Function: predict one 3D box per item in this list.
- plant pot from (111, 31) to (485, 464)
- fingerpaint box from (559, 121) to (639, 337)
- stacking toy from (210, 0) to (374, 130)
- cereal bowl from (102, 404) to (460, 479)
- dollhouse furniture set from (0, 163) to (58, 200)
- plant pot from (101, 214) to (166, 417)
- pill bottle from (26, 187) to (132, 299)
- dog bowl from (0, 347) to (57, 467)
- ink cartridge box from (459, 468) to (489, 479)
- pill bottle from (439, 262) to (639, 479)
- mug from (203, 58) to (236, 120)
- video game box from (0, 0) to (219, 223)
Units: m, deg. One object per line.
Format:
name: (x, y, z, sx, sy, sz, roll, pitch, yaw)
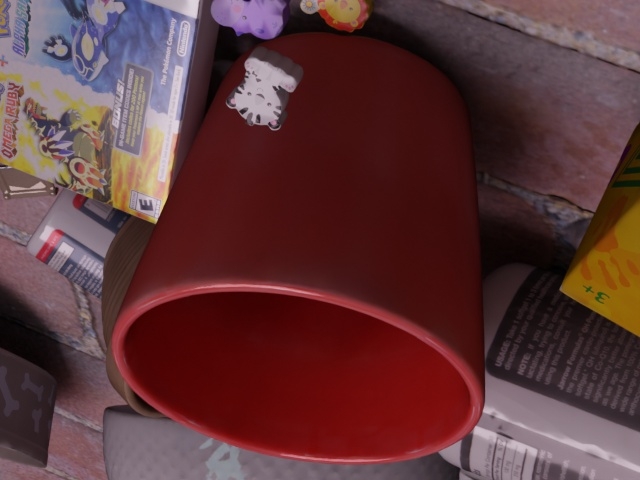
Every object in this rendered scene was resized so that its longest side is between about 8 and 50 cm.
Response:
plant pot: (0.000, 0.000, 1.362, 0.275, 0.243, 0.275, 7, 150, 4)
fingerpaint box: (0.424, 0.014, 1.126, 0.445, 0.163, 0.371, 31, 151, -1)
stacking toy: (-0.084, -0.176, 1.276, 0.221, 0.167, 0.052, 28, 128, 2)
cereal bowl: (-0.039, 0.234, 1.748, 0.339, 0.141, 0.339, 5, 179, 0)
dollhouse furniture set: (-0.322, -0.080, 1.798, 0.152, 0.058, 0.076, -5, 132, 18)
plant pot: (-0.107, 0.029, 1.595, 0.110, 0.237, 0.237, 44, 158, 24)
pill bottle: (-0.170, 0.013, 1.719, 0.180, 0.108, 0.108, 34, 151, -7)
dog bowl: (-0.460, 0.154, 2.122, 0.349, 0.102, 0.349, 19, 166, 5)
ink cartridge box: (0.187, 0.209, 1.662, 0.087, 0.153, 0.208, 22, 149, 15)
pill bottle: (0.196, 0.121, 1.489, 0.319, 0.176, 0.176, 20, 150, 17)
mug: (-0.138, -0.102, 1.525, 0.169, 0.113, 0.150, 0, 125, 48)
video game box: (-0.175, -0.134, 1.403, 0.187, 0.048, 0.205, 22, 122, 17)
